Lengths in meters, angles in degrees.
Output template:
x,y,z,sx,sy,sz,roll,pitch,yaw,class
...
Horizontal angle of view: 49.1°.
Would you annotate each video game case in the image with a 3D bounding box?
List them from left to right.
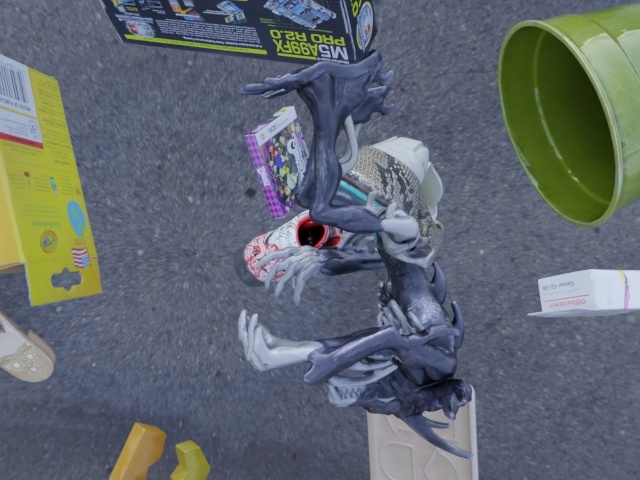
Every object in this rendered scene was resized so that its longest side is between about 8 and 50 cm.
x,y,z,sx,sy,sz,roll,pitch,yaw,class
-0.097,-0.207,1.831,0.041,0.210,0.232,-3,117,31,video game case

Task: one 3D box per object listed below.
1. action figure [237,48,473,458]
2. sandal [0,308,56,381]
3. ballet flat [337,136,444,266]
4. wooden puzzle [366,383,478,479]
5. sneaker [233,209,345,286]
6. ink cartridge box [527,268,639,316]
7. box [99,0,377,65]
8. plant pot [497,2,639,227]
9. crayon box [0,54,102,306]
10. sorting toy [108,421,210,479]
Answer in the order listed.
x,y,z,sx,sy,sz,roll,pitch,yaw,class
0.017,0.025,0.468,0.140,0.164,0.276,-15,101,1,action figure
-0.436,0.122,0.873,0.088,0.079,0.240,-37,123,14,sandal
0.145,-0.085,1.298,0.164,0.483,0.182,33,83,27,ballet flat
0.260,0.495,1.768,0.080,0.347,0.323,-7,96,-45,wooden puzzle
0.000,0.001,1.109,0.270,0.145,0.090,-17,83,-52,sneaker
0.443,0.087,1.147,0.198,0.115,0.067,2,77,-30,ink cartridge box
-0.097,-0.259,0.616,0.269,0.216,0.060,12,63,20,box
0.554,-0.256,1.210,0.352,0.366,0.367,-22,93,-5,plant pot
-0.391,-0.070,0.911,0.081,0.202,0.319,-14,88,7,crayon box
-0.202,0.344,0.724,0.229,0.041,0.307,32,80,-46,sorting toy
